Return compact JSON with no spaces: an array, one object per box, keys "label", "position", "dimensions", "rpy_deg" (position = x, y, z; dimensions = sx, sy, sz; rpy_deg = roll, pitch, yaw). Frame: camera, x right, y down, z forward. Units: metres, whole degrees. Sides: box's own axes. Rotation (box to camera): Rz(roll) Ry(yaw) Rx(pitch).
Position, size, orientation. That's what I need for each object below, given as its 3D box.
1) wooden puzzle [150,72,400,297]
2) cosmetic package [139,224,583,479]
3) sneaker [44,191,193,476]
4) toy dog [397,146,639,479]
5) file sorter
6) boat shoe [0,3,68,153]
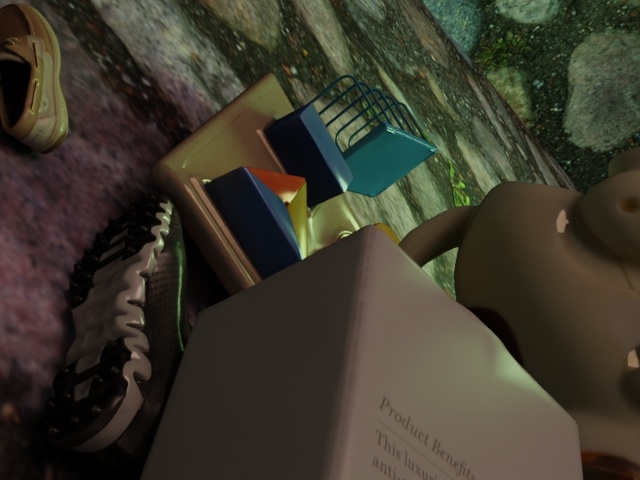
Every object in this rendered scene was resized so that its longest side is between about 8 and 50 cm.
[{"label":"wooden puzzle","position":[0.000,0.000,0.797],"dimensions":[0.322,0.080,0.348],"rpy_deg":[58,22,-16]},{"label":"cosmetic package","position":[0.011,0.240,0.373],"dimensions":[0.230,0.161,0.453],"rpy_deg":[43,39,-27]},{"label":"sneaker","position":[-0.119,0.065,0.551],"dimensions":[0.106,0.078,0.234],"rpy_deg":[51,22,-35]},{"label":"toy dog","position":[0.252,0.133,0.706],"dimensions":[0.395,0.284,0.408],"rpy_deg":[13,56,-3]},{"label":"file sorter","position":[0.059,-0.143,1.092],"dimensions":[0.170,0.118,0.104],"rpy_deg":[8,49,-60]},{"label":"boat shoe","position":[-0.230,-0.132,0.608],"dimensions":[0.045,0.050,0.135],"rpy_deg":[22,41,-60]}]
